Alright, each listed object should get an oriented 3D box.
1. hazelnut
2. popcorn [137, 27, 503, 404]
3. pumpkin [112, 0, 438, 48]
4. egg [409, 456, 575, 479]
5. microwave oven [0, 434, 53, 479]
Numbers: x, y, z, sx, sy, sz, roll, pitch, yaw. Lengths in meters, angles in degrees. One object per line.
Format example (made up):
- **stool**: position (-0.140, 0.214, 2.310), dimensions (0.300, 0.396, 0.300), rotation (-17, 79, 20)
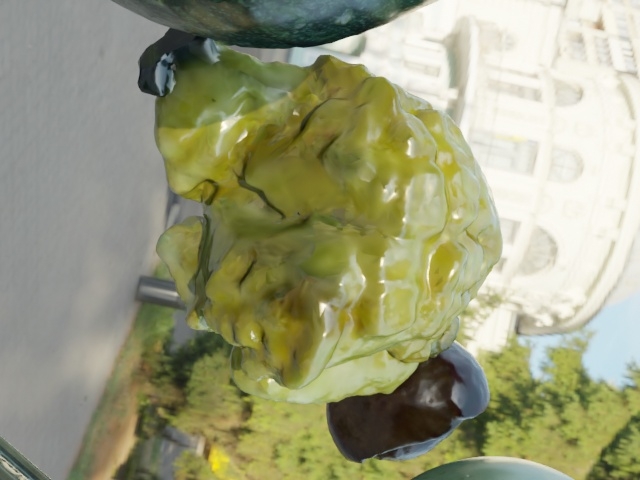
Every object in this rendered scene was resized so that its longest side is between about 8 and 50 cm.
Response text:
- **hazelnut**: position (0.107, 0.193, 1.057), dimensions (0.170, 0.202, 0.160), rotation (-79, 166, -51)
- **popcorn**: position (0.003, 0.002, 0.684), dimensions (0.237, 0.293, 0.292), rotation (42, 58, -74)
- **pumpkin**: position (-0.008, -0.212, 0.355), dimensions (0.263, 0.293, 0.197), rotation (57, 7, -42)
- **egg**: position (0.170, 0.323, 0.863), dimensions (0.203, 0.283, 0.202), rotation (176, -90, -72)
- **microwave oven**: position (-0.201, 0.184, 0.390), dimensions (0.145, 0.194, 0.240), rotation (-49, 172, -1)
